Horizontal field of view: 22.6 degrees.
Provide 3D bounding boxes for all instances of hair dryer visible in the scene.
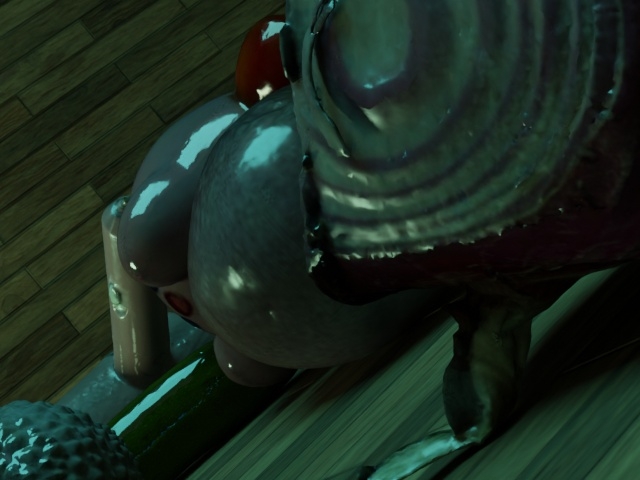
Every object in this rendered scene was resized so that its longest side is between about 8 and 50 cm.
[{"bbox_3d":[-0.195,0.097,1.568,0.210,0.125,0.352,-42,-33,-36],"label":"hair dryer"}]

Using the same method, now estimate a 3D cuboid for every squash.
[{"bbox_3d":[-0.121,0.158,1.458,0.331,0.087,0.087,-40,2,-14],"label":"squash"}]

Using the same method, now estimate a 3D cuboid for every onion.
[{"bbox_3d":[0.114,-0.080,0.694,0.230,0.272,0.256,-9,24,28],"label":"onion"}]

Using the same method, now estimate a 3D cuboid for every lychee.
[{"bbox_3d":[-0.194,0.185,1.053,0.165,0.165,0.197,-39,-18,25],"label":"lychee"}]

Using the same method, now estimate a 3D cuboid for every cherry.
[{"bbox_3d":[0.009,-0.003,1.206,0.239,0.206,0.239,18,-90,-77],"label":"cherry"}]

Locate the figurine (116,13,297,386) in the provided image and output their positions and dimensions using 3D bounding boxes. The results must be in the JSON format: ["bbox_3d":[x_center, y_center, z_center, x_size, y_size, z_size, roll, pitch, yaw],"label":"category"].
[{"bbox_3d":[-0.047,-0.031,1.416,0.261,0.270,0.211,-46,20,-4],"label":"figurine"}]
